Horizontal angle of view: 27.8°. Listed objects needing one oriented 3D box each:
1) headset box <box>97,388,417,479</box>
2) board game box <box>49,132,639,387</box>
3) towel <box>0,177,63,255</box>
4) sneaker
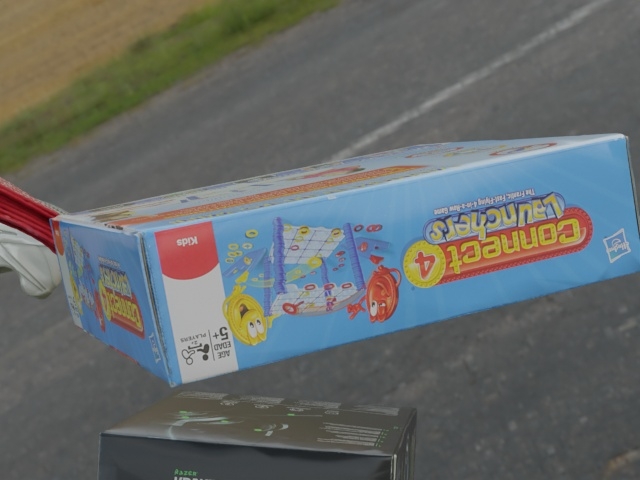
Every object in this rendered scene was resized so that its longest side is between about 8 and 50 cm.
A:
[{"bbox_3d":[-0.046,0.220,1.137,0.246,0.131,0.283,3,1,7],"label":"headset box"},{"bbox_3d":[0.000,0.000,0.864,0.308,0.086,0.302,-12,7,-19],"label":"board game box"},{"bbox_3d":[-0.334,-0.075,1.051,0.275,0.199,0.031,27,86,43],"label":"towel"},{"bbox_3d":[-0.356,-0.016,1.312,0.115,0.232,0.090,-62,-10,0],"label":"sneaker"}]
